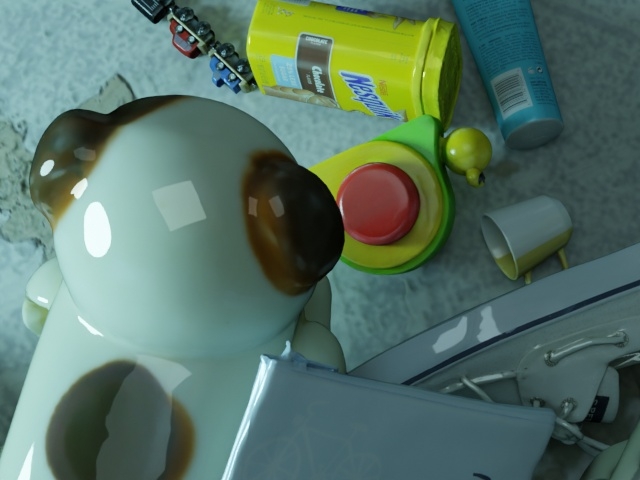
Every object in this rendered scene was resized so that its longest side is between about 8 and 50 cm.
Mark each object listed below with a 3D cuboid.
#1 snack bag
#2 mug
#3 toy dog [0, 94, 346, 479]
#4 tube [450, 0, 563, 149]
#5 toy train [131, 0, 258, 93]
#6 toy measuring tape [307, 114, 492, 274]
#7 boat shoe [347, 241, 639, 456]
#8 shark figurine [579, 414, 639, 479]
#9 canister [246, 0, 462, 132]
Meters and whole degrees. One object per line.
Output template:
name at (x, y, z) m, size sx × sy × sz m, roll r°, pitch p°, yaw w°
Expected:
snack bag at (0.028, 0.258, 1.461) m, size 0.037 × 0.323 × 0.342 m, roll 27°, pitch 99°, yaw 48°
mug at (0.180, -0.002, 1.697) m, size 0.064 × 0.078 × 0.062 m, roll -26°, pitch 39°, yaw -12°
toy dog at (-0.131, 0.090, 1.472) m, size 0.284 × 0.395 × 0.408 m, roll 19°, pitch 107°, yaw 19°
tube at (0.160, -0.181, 1.756) m, size 0.080 × 0.052 × 0.207 m, roll -13°, pitch 66°, yaw -4°
toy train at (-0.116, -0.183, 1.793) m, size 0.158 × 0.027 × 0.036 m, roll 42°, pitch 84°, yaw 17°
toy measuring tape at (0.000, 0.000, 1.688) m, size 0.330 × 0.121 × 0.121 m, roll -26°, pitch 71°, yaw 10°
boat shoe at (0.202, 0.109, 1.625) m, size 0.367 × 0.136 × 0.156 m, roll -20°, pitch 82°, yaw -8°
shark figurine at (0.243, 0.224, 1.510) m, size 0.116 × 0.166 × 0.278 m, roll 30°, pitch 102°, yaw -3°
canister at (0.030, -0.154, 1.718) m, size 0.170 × 0.126 × 0.073 m, roll 12°, pitch 74°, yaw 12°
